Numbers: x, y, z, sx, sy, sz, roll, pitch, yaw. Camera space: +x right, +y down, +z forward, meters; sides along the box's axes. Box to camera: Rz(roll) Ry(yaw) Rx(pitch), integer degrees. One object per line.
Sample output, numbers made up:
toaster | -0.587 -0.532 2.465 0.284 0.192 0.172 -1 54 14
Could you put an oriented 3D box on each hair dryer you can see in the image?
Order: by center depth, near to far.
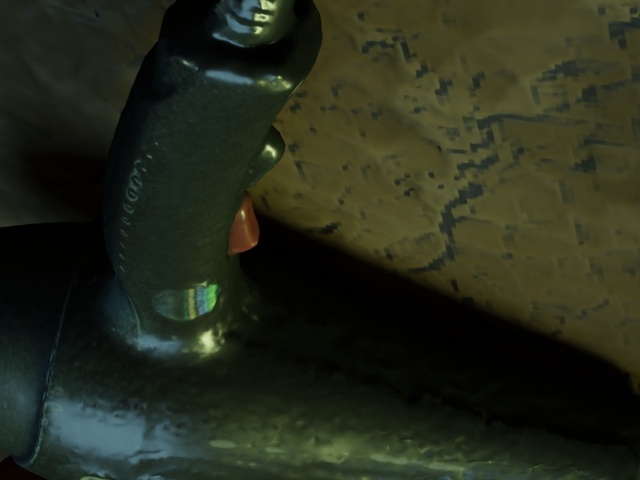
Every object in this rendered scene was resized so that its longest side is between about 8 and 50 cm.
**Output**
hair dryer | 0.000 0.000 0.488 0.235 0.091 0.271 12 147 0

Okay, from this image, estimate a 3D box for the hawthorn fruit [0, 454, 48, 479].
hawthorn fruit | -0.084 0.177 0.701 0.272 0.242 0.242 0 144 41
